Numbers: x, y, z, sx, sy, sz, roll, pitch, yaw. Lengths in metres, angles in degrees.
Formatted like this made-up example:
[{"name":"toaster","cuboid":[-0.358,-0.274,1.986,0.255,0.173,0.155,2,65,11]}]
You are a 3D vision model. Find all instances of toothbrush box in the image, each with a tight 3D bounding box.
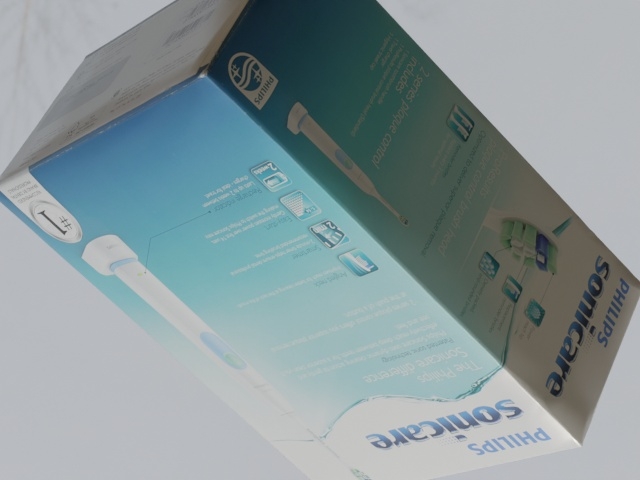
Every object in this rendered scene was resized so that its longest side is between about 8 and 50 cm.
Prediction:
[{"name":"toothbrush box","cuboid":[0.000,0.000,0.970,0.295,0.216,0.126,44,-128,-19]}]
